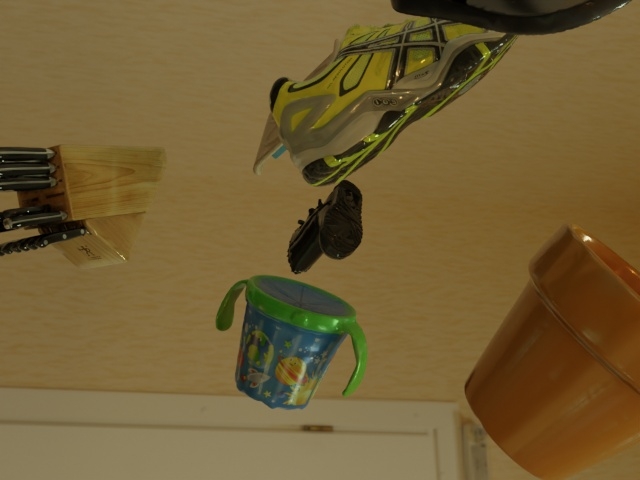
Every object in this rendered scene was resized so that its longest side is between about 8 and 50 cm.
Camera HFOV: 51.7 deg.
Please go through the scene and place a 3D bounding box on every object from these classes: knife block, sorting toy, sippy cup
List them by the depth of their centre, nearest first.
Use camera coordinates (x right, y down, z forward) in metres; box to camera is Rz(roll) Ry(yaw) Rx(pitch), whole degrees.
[{"bbox_3d":[-0.331,-0.086,0.854,0.242,0.088,0.276,58,33,-43],"label":"knife block"},{"bbox_3d":[-0.031,-0.216,1.084,0.208,0.038,0.193,-43,-158,29],"label":"sorting toy"},{"bbox_3d":[-0.068,0.214,1.354,0.305,0.240,0.224,33,-72,61],"label":"sippy cup"}]

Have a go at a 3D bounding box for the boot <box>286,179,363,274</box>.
[{"bbox_3d":[0.000,0.000,0.688,0.099,0.045,0.121,-46,-161,35],"label":"boot"}]

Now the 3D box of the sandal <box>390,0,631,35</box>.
[{"bbox_3d":[0.166,-0.245,0.628,0.097,0.254,0.054,-44,135,-29],"label":"sandal"}]

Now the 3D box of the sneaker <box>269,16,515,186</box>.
[{"bbox_3d":[0.107,-0.229,0.833,0.147,0.384,0.145,54,-10,8],"label":"sneaker"}]

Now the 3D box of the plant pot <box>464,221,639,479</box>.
[{"bbox_3d":[0.245,0.118,0.625,0.188,0.205,0.205,-50,-158,19],"label":"plant pot"}]
